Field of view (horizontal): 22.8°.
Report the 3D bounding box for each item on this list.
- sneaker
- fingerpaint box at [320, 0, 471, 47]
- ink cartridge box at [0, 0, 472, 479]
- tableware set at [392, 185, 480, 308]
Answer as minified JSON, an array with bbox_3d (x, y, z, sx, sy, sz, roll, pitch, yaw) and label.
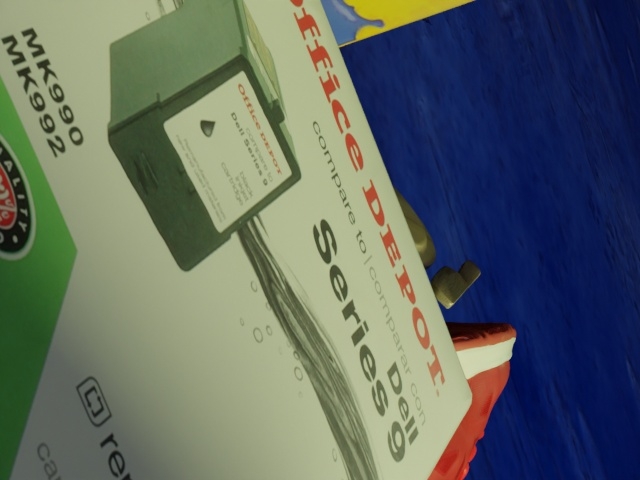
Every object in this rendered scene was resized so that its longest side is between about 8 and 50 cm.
[{"bbox_3d":[0.034,0.107,0.725,0.221,0.087,0.128,-11,99,-63],"label":"sneaker"},{"bbox_3d":[0.006,-0.309,0.547,0.445,0.371,0.163,55,30,-33],"label":"fingerpaint box"},{"bbox_3d":[-0.073,0.024,0.466,0.211,0.121,0.289,69,24,-11],"label":"ink cartridge box"},{"bbox_3d":[0.000,0.000,0.723,0.128,0.039,0.194,46,19,3],"label":"tableware set"}]
